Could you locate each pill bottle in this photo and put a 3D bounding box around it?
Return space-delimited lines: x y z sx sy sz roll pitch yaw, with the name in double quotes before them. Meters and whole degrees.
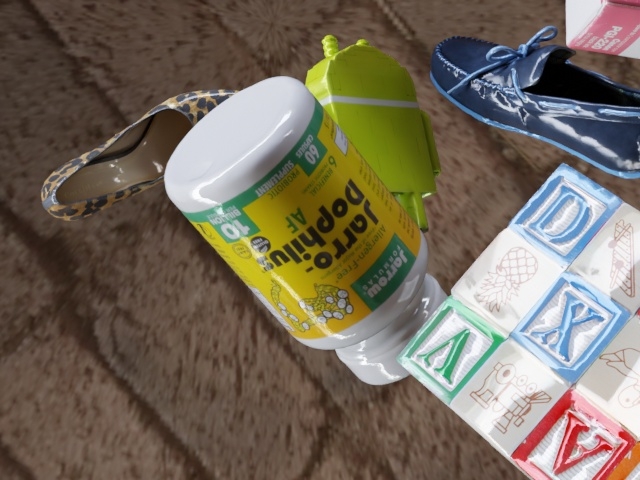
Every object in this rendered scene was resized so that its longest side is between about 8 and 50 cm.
"pill bottle" 0.000 0.000 0.988 0.117 0.117 0.208 -38 116 4

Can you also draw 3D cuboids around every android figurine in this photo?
"android figurine" 0.062 -0.137 1.867 0.056 0.248 0.272 -24 76 43

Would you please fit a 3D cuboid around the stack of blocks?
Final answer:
"stack of blocks" 0.168 0.114 0.633 0.171 0.297 0.087 -49 138 -1

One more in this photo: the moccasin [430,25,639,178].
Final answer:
"moccasin" 0.292 -0.200 1.807 0.342 0.138 0.116 24 140 27

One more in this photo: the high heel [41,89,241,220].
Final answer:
"high heel" -0.211 -0.104 1.749 0.261 0.186 0.093 -29 96 11

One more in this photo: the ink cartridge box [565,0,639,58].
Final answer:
"ink cartridge box" 0.319 -0.231 1.203 0.218 0.092 0.158 6 71 -10
